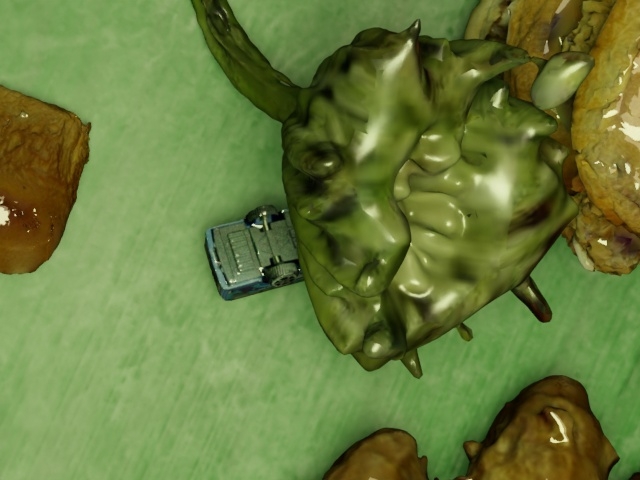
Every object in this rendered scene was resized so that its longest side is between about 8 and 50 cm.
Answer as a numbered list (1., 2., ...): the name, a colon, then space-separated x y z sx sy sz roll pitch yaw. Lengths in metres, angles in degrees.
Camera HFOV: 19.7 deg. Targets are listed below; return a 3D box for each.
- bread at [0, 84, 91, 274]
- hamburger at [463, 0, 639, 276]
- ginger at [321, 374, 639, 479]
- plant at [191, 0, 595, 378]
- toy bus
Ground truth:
1. bread: -0.210 -0.052 1.139 0.129 0.044 0.126 22 57 -5
2. hamburger: 0.226 -0.111 1.168 0.245 0.211 0.260 -30 100 -15
3. ginger: 0.130 0.240 1.183 0.358 0.152 0.274 -16 73 -13
4. plant: 0.030 -0.077 1.135 0.180 0.333 0.251 -12 125 -16
5. toy bus: 0.000 0.000 1.192 0.153 0.061 0.051 -15 75 -14
